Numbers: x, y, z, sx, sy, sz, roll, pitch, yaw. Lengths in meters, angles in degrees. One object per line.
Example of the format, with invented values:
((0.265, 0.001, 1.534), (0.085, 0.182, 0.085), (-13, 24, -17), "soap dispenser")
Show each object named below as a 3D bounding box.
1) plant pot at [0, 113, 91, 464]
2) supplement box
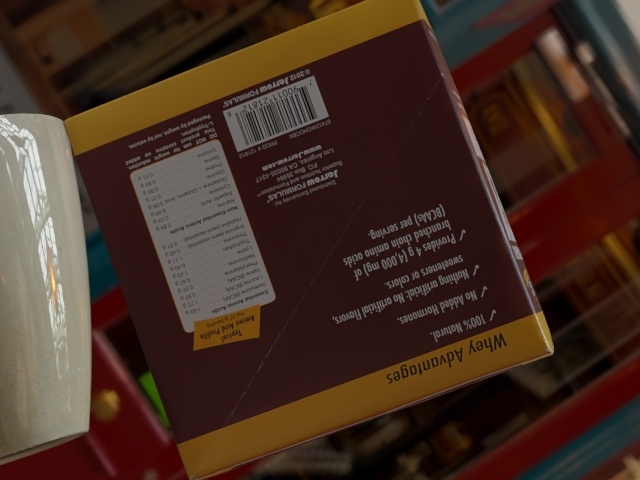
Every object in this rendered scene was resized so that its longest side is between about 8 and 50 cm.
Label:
((-0.309, 0.061, 1.351), (0.256, 0.256, 0.274), (104, -33, -82), "plant pot")
((0.000, 0.000, 0.797), (0.129, 0.191, 0.194), (18, 52, -81), "supplement box")
